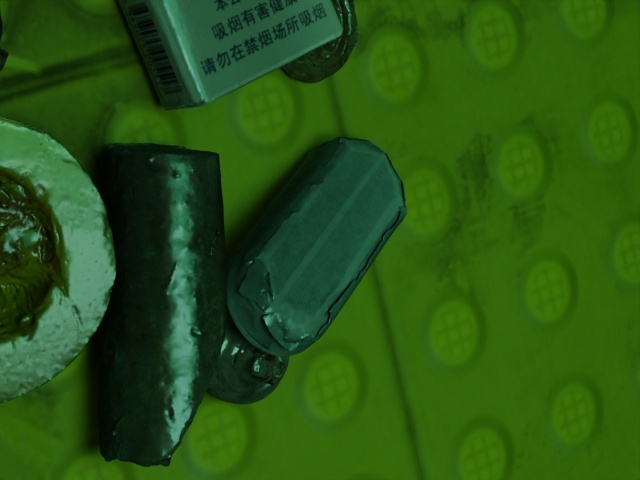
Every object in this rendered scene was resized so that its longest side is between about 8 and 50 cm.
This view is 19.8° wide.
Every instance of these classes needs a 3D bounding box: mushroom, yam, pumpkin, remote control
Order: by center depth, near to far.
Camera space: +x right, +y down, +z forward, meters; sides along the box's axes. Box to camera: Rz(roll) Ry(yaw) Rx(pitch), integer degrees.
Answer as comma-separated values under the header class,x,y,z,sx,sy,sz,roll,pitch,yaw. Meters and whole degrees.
class,x,y,z,sx,sy,sz,roll,pitch,yaw
pumpkin,-0.268,0.007,1.363,0.217,0.110,0.217,-4,101,-19
yam,-0.128,0.048,1.475,0.106,0.106,0.259,0,90,-37
mushroom,-0.059,0.101,1.539,0.085,0.079,0.085,-9,109,-29
remote control,0.000,0.000,1.567,0.104,0.052,0.247,48,46,-15

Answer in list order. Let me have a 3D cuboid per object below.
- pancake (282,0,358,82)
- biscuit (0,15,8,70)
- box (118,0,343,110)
class,x,y,z,sx,sy,sz,roll,pitch,yaw
pancake,-0.009,-0.196,1.620,0.115,0.011,0.115,-2,93,-38
biscuit,-0.376,-0.153,1.211,0.366,0.115,0.268,10,43,-32
box,-0.100,-0.255,1.506,0.168,0.071,0.259,-31,107,-30
